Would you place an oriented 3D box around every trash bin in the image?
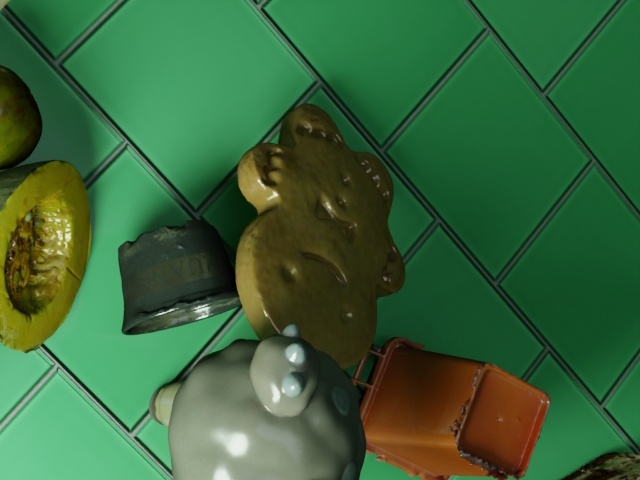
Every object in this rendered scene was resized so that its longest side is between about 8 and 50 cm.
[{"bbox_3d":[0.152,0.211,1.786,0.184,0.238,0.161,28,75,-22],"label":"trash bin"}]

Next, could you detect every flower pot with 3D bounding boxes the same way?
[{"bbox_3d":[-0.169,0.040,1.686,0.157,0.157,0.107,-11,78,-28],"label":"flower pot"}]

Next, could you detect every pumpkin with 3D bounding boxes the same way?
[{"bbox_3d":[-0.349,0.009,1.598,0.110,0.217,0.217,13,79,12],"label":"pumpkin"}]

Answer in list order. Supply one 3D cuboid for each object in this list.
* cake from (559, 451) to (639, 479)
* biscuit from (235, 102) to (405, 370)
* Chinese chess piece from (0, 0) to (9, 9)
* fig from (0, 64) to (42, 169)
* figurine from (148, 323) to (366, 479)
[{"bbox_3d":[0.358,0.347,1.962,0.246,0.112,0.135,11,79,-23],"label":"cake"},{"bbox_3d":[0.002,-0.001,1.738,0.275,0.052,0.355,41,43,-26],"label":"biscuit"},{"bbox_3d":[-0.457,-0.380,1.547,0.338,0.140,0.338,2,86,-25],"label":"Chinese chess piece"},{"bbox_3d":[-0.420,-0.102,1.593,0.236,0.124,0.124,-34,104,0],"label":"fig"},{"bbox_3d":[-0.087,0.216,1.583,0.203,0.380,0.248,-2,88,-23],"label":"figurine"}]
